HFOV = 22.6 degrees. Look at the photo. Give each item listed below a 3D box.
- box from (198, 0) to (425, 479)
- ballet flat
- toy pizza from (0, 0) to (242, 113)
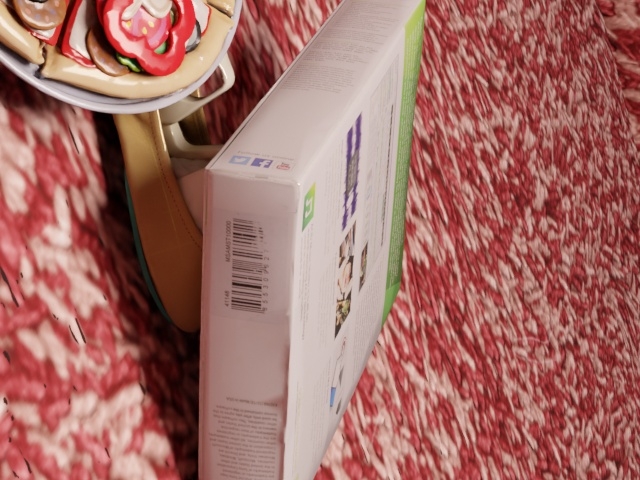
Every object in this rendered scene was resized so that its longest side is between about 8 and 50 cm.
[{"bbox_3d":[0.000,0.000,0.988,0.322,0.058,0.232,-57,154,-60],"label":"box"},{"bbox_3d":[-0.079,-0.062,0.895,0.080,0.073,0.232,-42,119,-68],"label":"ballet flat"},{"bbox_3d":[-0.112,-0.164,0.812,0.201,0.032,0.201,13,70,-40],"label":"toy pizza"}]
